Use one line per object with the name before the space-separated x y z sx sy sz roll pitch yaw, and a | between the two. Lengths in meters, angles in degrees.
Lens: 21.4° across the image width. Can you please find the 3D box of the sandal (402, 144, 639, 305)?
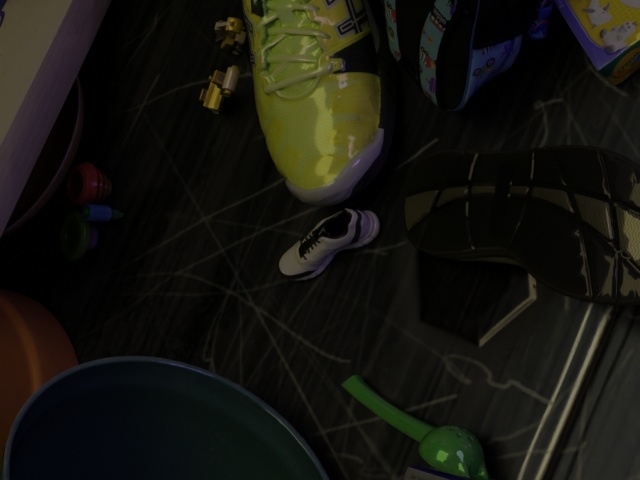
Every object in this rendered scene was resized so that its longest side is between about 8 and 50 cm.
sandal | 0.190 -0.020 1.405 0.303 0.086 0.120 16 91 51

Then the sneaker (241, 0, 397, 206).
sneaker | -0.026 -0.216 1.569 0.145 0.147 0.385 -18 67 27

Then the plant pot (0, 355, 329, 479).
plant pot | -0.154 0.273 1.448 0.293 0.293 0.196 58 136 32

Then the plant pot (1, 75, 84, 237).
plant pot | -0.333 -0.098 1.796 0.236 0.032 0.236 -19 57 32

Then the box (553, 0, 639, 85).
box | 0.288 -0.225 1.420 0.179 0.043 0.105 -37 58 17

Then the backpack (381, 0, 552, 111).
backpack | 0.123 -0.208 1.470 0.117 0.173 0.158 -21 49 -22

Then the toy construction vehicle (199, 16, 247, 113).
toy construction vehicle | -0.097 -0.170 1.638 0.098 0.035 0.086 171 116 -80

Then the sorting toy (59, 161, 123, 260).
sorting toy | -0.232 -0.028 1.724 0.061 0.042 0.102 9 93 52

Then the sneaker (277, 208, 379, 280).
sneaker | 0.000 0.000 1.548 0.109 0.043 0.040 -33 61 24

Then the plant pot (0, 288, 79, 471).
plant pot | -0.409 0.169 1.679 0.291 0.203 0.291 -10 70 31

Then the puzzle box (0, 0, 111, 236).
puzzle box | -0.385 -0.112 1.713 0.272 0.052 0.409 -11 41 28

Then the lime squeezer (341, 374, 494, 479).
lime squeezer | 0.099 0.226 1.402 0.110 0.059 0.310 -32 61 22

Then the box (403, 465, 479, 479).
box | 0.146 0.226 1.296 0.126 0.137 0.072 6 81 59
